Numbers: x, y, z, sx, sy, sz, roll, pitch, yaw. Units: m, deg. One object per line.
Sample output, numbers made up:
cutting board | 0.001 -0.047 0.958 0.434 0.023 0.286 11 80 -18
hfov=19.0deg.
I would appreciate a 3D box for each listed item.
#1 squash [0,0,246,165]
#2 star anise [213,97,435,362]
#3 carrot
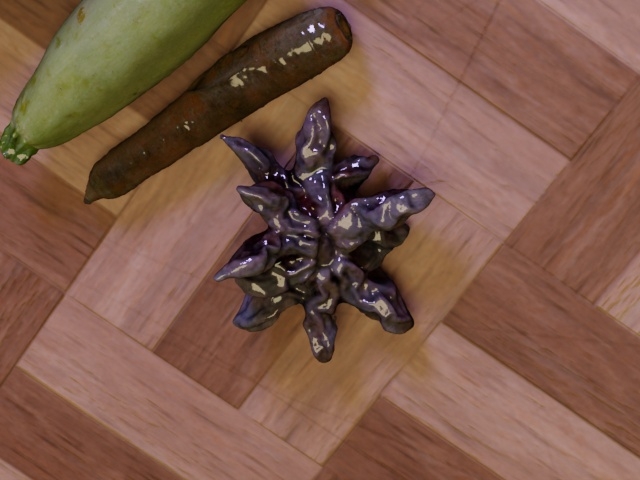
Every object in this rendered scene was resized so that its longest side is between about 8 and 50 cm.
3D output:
squash | -0.179 -0.201 1.835 0.118 0.118 0.370 43 118 -9
star anise | -0.004 0.002 1.892 0.212 0.129 0.283 1 119 -8
carrot | -0.114 -0.130 1.880 0.342 0.070 0.070 -31 105 23
